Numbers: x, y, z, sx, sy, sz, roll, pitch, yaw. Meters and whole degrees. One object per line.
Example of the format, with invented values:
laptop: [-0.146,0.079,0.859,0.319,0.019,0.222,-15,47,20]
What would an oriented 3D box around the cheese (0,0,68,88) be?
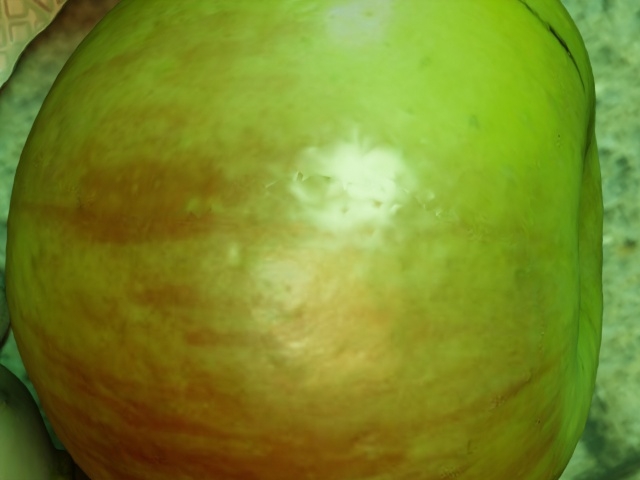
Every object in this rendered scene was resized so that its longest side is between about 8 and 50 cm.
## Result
cheese: [-0.118,-0.163,0.652,0.127,0.050,0.255,40,99,-8]

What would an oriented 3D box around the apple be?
apple: [0.000,0.000,0.573,0.233,0.286,0.286,2,102,18]

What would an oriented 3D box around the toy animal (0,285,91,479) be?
toy animal: [-0.159,0.158,0.666,0.149,0.165,0.248,-36,106,2]
